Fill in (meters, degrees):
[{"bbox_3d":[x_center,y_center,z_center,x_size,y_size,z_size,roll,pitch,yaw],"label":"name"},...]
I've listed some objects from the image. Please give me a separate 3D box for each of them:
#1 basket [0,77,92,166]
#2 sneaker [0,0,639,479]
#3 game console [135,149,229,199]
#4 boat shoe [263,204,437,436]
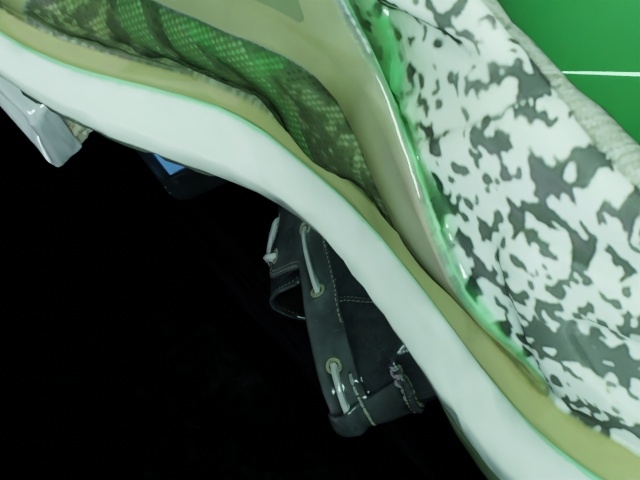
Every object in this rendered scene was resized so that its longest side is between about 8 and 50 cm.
[{"bbox_3d":[-0.208,-0.154,1.401,0.167,0.103,0.113,47,172,13],"label":"basket"},{"bbox_3d":[0.018,-0.087,0.486,0.410,0.158,0.182,39,157,21],"label":"sneaker"},{"bbox_3d":[-0.071,-0.065,1.231,0.122,0.107,0.071,55,-162,-39],"label":"game console"},{"bbox_3d":[0.000,0.000,1.008,0.084,0.079,0.233,48,-168,-46],"label":"boat shoe"}]
